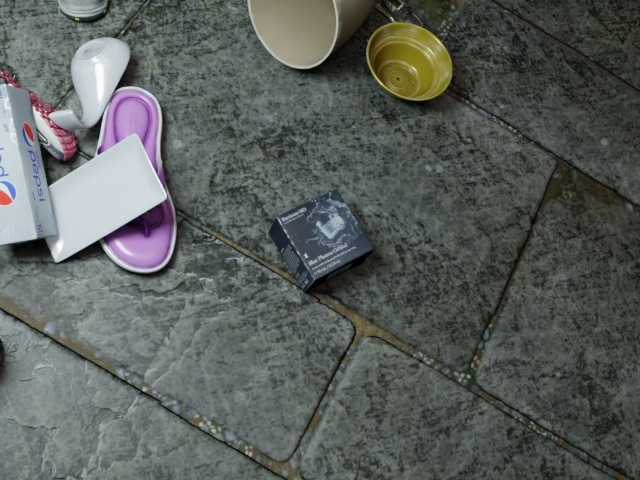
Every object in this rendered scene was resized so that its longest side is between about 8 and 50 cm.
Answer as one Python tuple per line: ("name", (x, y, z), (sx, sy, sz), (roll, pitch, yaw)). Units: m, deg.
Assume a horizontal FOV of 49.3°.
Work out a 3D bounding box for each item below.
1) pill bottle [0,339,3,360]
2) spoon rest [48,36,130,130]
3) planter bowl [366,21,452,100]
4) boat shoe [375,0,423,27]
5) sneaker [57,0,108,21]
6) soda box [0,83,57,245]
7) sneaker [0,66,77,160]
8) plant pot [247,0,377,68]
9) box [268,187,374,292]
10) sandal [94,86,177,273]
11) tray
("pill bottle", (-0.605, 0.176, 1.193), (0.094, 0.169, 0.094), (5, 69, -13))
("spoon rest", (-0.479, -0.325, 1.453), (0.137, 0.084, 0.276), (-4, 50, 16))
("planter bowl", (0.201, -0.410, 1.685), (0.217, 0.090, 0.217), (5, 69, -14))
("boat shoe", (0.199, -0.582, 1.774), (0.152, 0.049, 0.056), (34, 64, -1))
("sneaker", (-0.538, -0.686, 1.560), (0.145, 0.147, 0.385), (-9, 71, -17))
("soda box", (-0.578, -0.137, 1.300), (0.091, 0.098, 0.286), (-10, 95, 2))
("sneaker", (-0.623, -0.259, 1.401), (0.299, 0.121, 0.112), (38, 97, -5))
("plant pot", (0.016, -0.567, 1.633), (0.256, 0.256, 0.274), (48, 49, 6))
("box", (0.000, 0.000, 1.470), (0.156, 0.093, 0.158), (-27, 77, -23))
("sandal", (-0.386, -0.137, 1.412), (0.169, 0.102, 0.416), (-5, 71, -17))
("tray", (-0.428, -0.079, 1.350), (0.270, 0.030, 0.145), (-28, 83, 12))
